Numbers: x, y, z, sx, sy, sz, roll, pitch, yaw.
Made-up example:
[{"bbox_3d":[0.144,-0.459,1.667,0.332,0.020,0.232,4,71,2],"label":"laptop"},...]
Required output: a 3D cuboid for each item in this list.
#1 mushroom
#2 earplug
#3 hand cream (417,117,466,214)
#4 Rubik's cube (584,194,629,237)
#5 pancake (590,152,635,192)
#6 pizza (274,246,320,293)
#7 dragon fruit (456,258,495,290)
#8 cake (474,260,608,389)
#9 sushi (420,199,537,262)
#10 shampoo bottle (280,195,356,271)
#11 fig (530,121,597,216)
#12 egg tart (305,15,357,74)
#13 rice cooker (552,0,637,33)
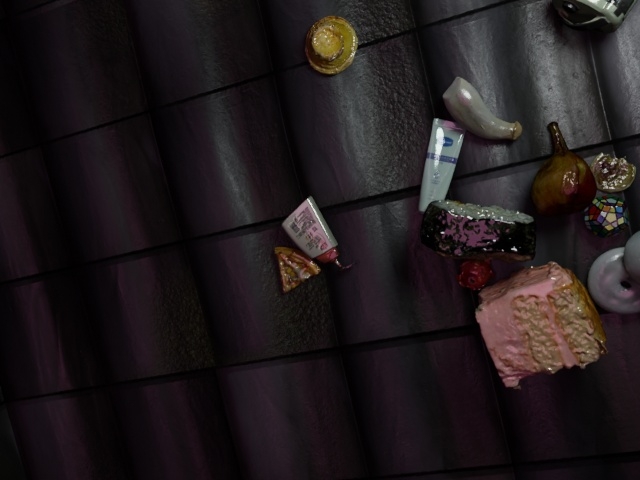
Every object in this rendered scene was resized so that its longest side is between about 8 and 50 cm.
[{"bbox_3d":[0.503,-0.390,1.805,0.270,0.103,0.118,38,111,-4],"label":"mushroom"},{"bbox_3d":[0.954,0.094,1.710,0.214,0.175,0.325,37,134,6],"label":"earplug"},{"bbox_3d":[0.388,-0.233,1.883,0.110,0.067,0.320,14,93,13],"label":"hand cream"},{"bbox_3d":[0.868,-0.073,1.740,0.133,0.133,0.111,-30,60,16],"label":"Rubik's cube"},{"bbox_3d":[0.894,-0.205,1.763,0.130,0.023,0.116,15,101,17],"label":"pancake"},{"bbox_3d":[-0.110,0.109,2.055,0.185,0.036,0.176,36,105,8],"label":"pizza"},{"bbox_3d":[0.509,0.110,1.880,0.127,0.068,0.112,-19,95,16],"label":"dragon fruit"},{"bbox_3d":[0.657,0.232,1.741,0.307,0.314,0.293,-28,87,25],"label":"cake"},{"bbox_3d":[0.486,-0.023,1.785,0.351,0.211,0.170,7,105,2],"label":"sushi"},{"bbox_3d":[0.000,0.000,1.997,0.153,0.071,0.284,-41,88,13],"label":"shampoo bottle"},{"bbox_3d":[0.721,-0.215,1.726,0.191,0.191,0.290,-8,97,15],"label":"fig"},{"bbox_3d":[0.030,-0.650,1.901,0.191,0.074,0.191,2,96,16],"label":"egg tart"},{"bbox_3d":[0.794,-0.710,1.624,0.226,0.226,0.244,35,101,8],"label":"rice cooker"}]
